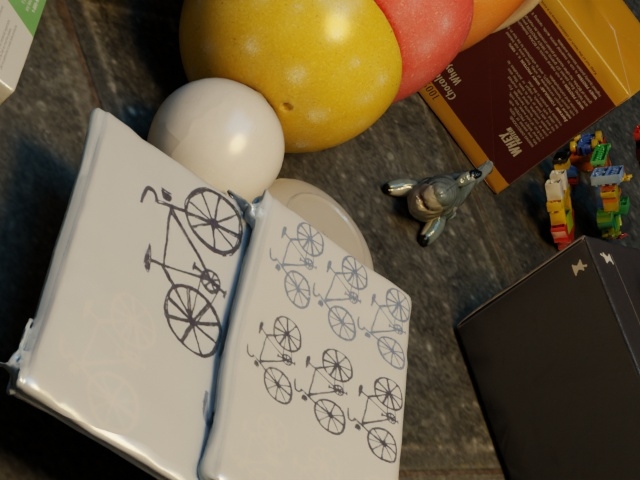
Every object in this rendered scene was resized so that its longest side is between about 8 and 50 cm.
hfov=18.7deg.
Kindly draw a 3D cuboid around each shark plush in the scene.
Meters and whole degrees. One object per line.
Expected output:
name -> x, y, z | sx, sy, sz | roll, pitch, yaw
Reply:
shark plush -> 0.136, -0.046, 1.931 | 0.161, 0.067, 0.073 | -8, 66, -52

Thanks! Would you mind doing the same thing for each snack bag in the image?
snack bag -> -0.068, 0.074, 1.492 | 0.342, 0.037, 0.323 | 35, 38, -22

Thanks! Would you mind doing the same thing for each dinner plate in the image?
dinner plate -> 0.000, 0.000, 1.781 | 0.141, 0.017, 0.141 | 28, 42, -29

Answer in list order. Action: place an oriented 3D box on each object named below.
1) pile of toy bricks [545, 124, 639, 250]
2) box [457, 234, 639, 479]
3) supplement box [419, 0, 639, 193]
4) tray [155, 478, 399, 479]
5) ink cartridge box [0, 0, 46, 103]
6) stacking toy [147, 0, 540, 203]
pile of toy bricks -> 0.312, -0.047, 2.122 | 0.212, 0.118, 0.105 | -52, 134, -64
box -> 0.336, 0.199, 1.842 | 0.312, 0.179, 0.343 | 13, 50, -44
supplement box -> 0.219, -0.191, 2.045 | 0.191, 0.194, 0.129 | 53, 35, 2
tray -> -0.037, 0.172, 1.534 | 0.203, 0.076, 0.411 | 16, 47, -40
ink cartridge box -> -0.331, -0.195, 1.510 | 0.212, 0.093, 0.154 | 37, 36, -23
stacking toy -> -0.007, -0.197, 1.755 | 0.350, 0.350, 0.480 | 41, 51, -15
